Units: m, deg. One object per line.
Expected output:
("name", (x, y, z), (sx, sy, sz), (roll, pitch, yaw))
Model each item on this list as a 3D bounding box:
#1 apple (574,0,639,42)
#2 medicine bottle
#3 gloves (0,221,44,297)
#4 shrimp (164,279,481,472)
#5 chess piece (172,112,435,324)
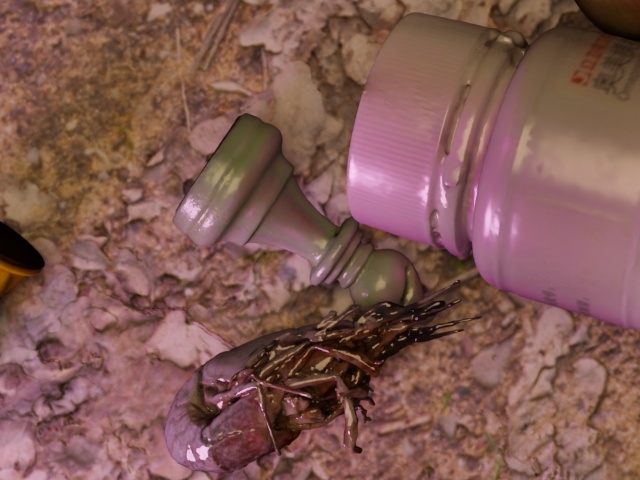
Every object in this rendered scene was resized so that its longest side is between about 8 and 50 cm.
("apple", (0.344, -0.302, 1.680), (0.257, 0.257, 0.234), (0, 90, 8))
("medicine bottle", (0.210, -0.074, 1.692), (0.325, 0.256, 0.256), (17, 91, 18))
("gloves", (-0.408, 0.111, 1.853), (0.133, 0.116, 0.294), (38, 100, 14))
("shrimp", (-0.003, 0.131, 1.760), (0.343, 0.145, 0.116), (-25, 112, 17))
("chess piece", (0.000, 0.000, 1.793), (0.271, 0.139, 0.139), (33, 93, -3))
